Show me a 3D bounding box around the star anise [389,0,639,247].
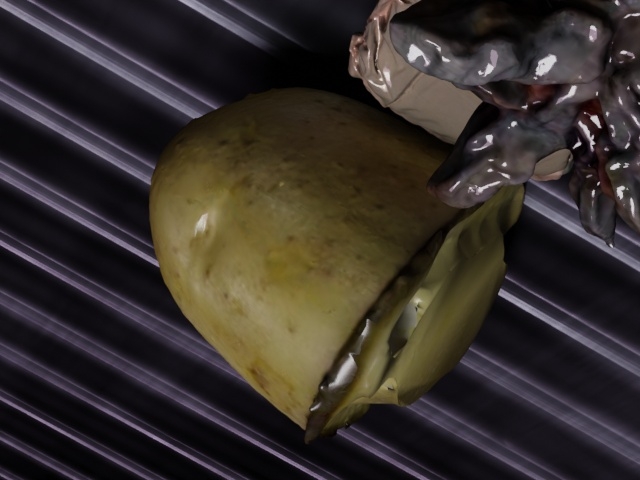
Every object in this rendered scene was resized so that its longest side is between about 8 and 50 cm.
[{"bbox_3d":[0.160,-0.105,0.896,0.212,0.129,0.283,41,106,-18],"label":"star anise"}]

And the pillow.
[{"bbox_3d":[0.119,-0.125,1.042,0.173,0.067,0.270,23,153,-7],"label":"pillow"}]

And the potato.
[{"bbox_3d":[0.000,0.000,1.205,0.243,0.285,0.242,9,110,26],"label":"potato"}]
